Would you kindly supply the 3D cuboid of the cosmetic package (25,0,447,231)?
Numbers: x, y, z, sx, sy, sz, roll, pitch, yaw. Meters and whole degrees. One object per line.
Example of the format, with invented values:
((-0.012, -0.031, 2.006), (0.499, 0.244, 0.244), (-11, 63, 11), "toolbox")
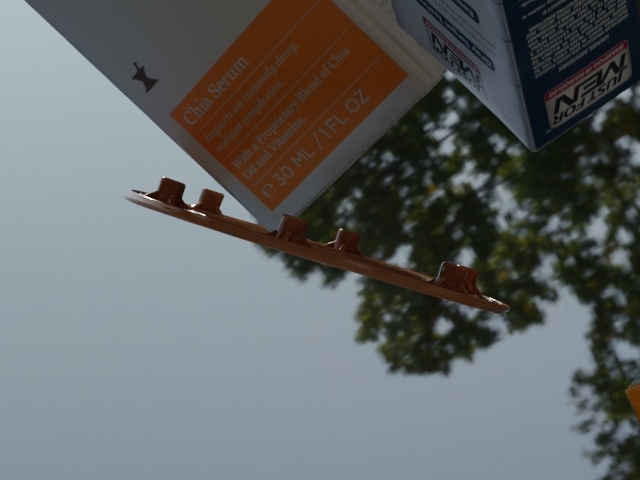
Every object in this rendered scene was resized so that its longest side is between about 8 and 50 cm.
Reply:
((-0.109, -0.251, 1.319), (0.453, 0.230, 0.161), (43, -146, -4), "cosmetic package")

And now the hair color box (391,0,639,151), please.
((0.101, -0.234, 0.974), (0.105, 0.347, 0.174), (-34, -127, -8), "hair color box")

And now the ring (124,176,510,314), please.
((0.000, 0.000, 1.293), (0.336, 0.336, 0.032), (17, -89, -25), "ring")

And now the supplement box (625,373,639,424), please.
((0.186, 0.089, 0.765), (0.062, 0.036, 0.098), (69, -159, 3), "supplement box")
